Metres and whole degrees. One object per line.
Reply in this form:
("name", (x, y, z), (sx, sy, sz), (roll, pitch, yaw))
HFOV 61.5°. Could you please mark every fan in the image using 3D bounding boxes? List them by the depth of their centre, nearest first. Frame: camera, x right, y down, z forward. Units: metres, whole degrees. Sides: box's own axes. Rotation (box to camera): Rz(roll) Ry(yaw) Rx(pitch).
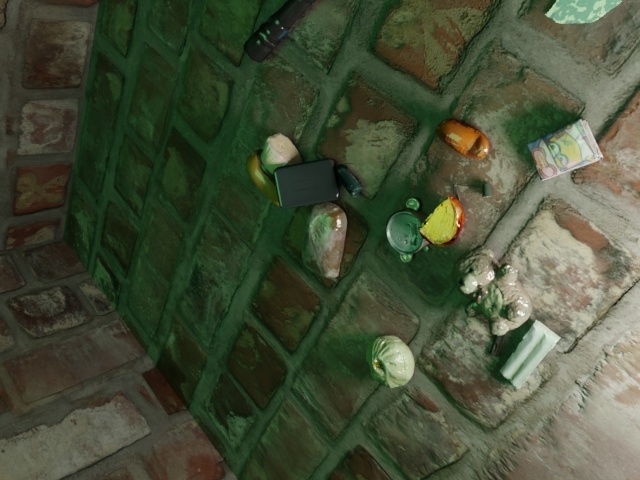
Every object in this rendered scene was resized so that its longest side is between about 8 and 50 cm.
("fan", (0.677, -0.618, 1.330), (0.240, 0.009, 0.131), (-31, 81, 43))

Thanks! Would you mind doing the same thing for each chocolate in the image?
("chocolate", (0.000, 0.000, 2.067), (0.185, 0.100, 0.303), (23, 120, 32))

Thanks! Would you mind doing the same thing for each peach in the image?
("peach", (0.388, -0.065, 1.693), (0.127, 0.092, 0.172), (21, 110, 23))

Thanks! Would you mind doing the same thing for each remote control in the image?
("remote control", (0.561, 0.327, 1.705), (0.034, 0.016, 0.091), (30, 120, 38))

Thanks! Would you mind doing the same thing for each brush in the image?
("brush", (-0.155, -0.264, 2.086), (0.166, 0.174, 0.266), (-33, 88, 33))

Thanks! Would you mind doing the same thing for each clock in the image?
("clock", (0.295, -0.030, 1.810), (0.156, 0.063, 0.229), (22, 117, 37))

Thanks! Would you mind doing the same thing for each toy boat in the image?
("toy boat", (0.100, -0.223, 1.934), (0.141, 0.060, 0.055), (56, 132, 24))

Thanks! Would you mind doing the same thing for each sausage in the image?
("sausage", (0.427, -0.304, 1.603), (0.179, 0.089, 0.089), (39, 125, 23))

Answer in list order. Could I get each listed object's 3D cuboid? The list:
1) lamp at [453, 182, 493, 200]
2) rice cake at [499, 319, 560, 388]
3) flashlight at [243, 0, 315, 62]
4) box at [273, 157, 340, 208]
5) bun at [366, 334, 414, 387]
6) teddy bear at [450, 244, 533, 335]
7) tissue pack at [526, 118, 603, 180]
("lamp", (0.466, -0.155, 1.641), (0.121, 0.041, 0.054), (-5, 91, 40))
("rice cake", (0.630, 0.349, 1.632), (0.085, 0.040, 0.226), (39, 125, 26))
("flashlight", (-0.130, -0.805, 1.944), (0.424, 0.103, 0.103), (-31, 81, 43))
("box", (-0.051, -0.210, 1.991), (0.230, 0.050, 0.160), (-10, 97, 3))
("bun", (0.244, 0.447, 1.958), (0.195, 0.118, 0.195), (15, 115, 36))
("teddy bear", (0.509, 0.146, 1.610), (0.267, 0.151, 0.236), (48, 136, 15))
("tissue pack", (0.646, -0.238, 1.430), (0.155, 0.065, 0.115), (-24, 85, 43))
